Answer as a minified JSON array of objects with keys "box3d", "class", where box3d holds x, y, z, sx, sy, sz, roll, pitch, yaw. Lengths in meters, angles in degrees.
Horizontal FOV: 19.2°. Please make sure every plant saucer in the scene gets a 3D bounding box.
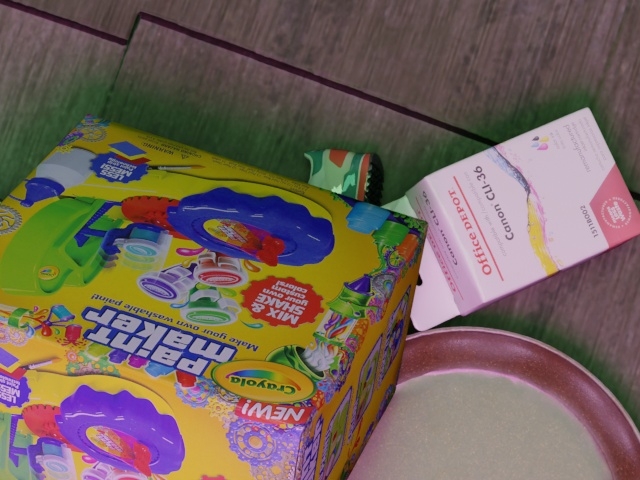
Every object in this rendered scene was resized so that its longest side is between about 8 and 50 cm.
[{"box3d":[0.117,0.226,1.526,0.310,0.050,0.310,-1,79,4],"class":"plant saucer"}]

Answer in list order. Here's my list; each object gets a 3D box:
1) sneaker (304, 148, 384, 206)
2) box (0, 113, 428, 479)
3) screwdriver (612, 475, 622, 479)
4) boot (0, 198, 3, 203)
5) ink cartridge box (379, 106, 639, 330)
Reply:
[{"box3d":[0.000,0.000,1.568,0.075,0.057,0.161,12,85,18],"class":"sneaker"},{"box3d":[-0.108,0.080,1.397,0.290,0.279,0.177,18,126,12],"class":"box"},{"box3d":[0.207,0.249,1.552,0.025,0.024,0.170,43,87,-25],"class":"screwdriver"},{"box3d":[-0.327,0.048,1.539,0.190,0.076,0.208,31,83,5],"class":"boot"},{"box3d":[0.149,-0.016,1.536,0.198,0.067,0.115,-24,84,-17],"class":"ink cartridge box"}]
